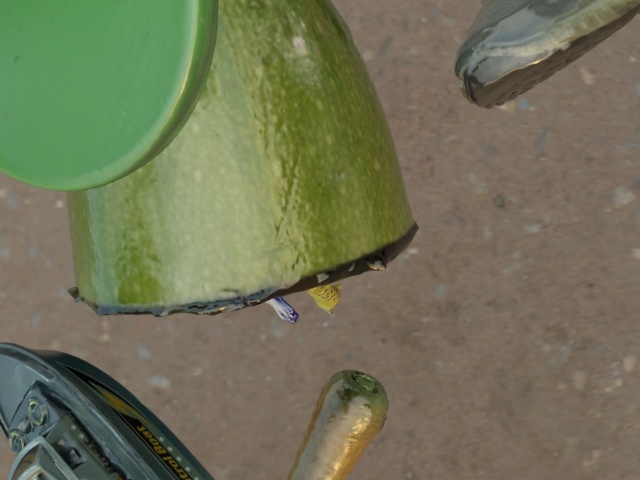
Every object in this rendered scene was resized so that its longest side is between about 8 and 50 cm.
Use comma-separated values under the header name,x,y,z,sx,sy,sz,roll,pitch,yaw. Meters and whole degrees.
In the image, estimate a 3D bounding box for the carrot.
name,x,y,z,sx,sy,sz,roll,pitch,yaw
carrot,-0.017,0.273,1.391,0.078,0.078,0.298,37,107,30

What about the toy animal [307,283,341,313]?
name,x,y,z,sx,sy,sz,roll,pitch,yaw
toy animal,0.000,0.000,1.763,0.181,0.136,0.073,-64,22,6

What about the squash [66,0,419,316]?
name,x,y,z,sx,sy,sz,roll,pitch,yaw
squash,-0.093,-0.124,1.093,0.310,0.310,0.308,-2,105,36

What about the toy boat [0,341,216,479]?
name,x,y,z,sx,sy,sz,roll,pitch,yaw
toy boat,-0.160,0.188,0.969,0.296,0.122,0.114,44,128,10

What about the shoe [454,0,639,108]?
name,x,y,z,sx,sy,sz,roll,pitch,yaw
shoe,0.177,-0.237,0.970,0.171,0.336,0.132,51,139,-5

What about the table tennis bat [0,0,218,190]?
name,x,y,z,sx,sy,sz,roll,pitch,yaw
table tennis bat,-0.124,-0.146,0.519,0.160,0.039,0.257,-13,97,31

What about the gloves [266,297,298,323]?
name,x,y,z,sx,sy,sz,roll,pitch,yaw
gloves,-0.060,0.068,1.555,0.086,0.064,0.026,39,82,-5
